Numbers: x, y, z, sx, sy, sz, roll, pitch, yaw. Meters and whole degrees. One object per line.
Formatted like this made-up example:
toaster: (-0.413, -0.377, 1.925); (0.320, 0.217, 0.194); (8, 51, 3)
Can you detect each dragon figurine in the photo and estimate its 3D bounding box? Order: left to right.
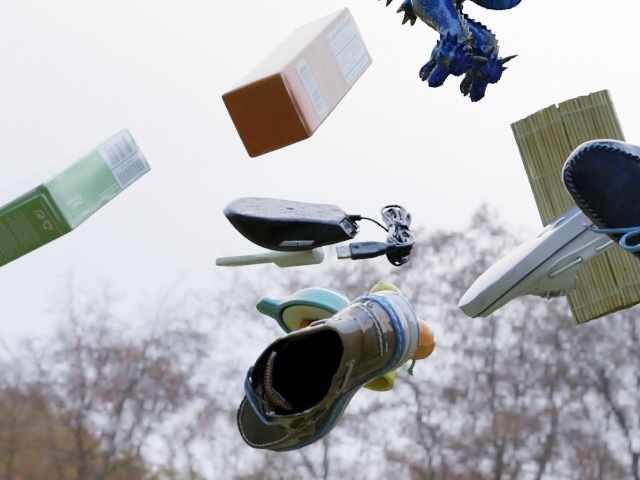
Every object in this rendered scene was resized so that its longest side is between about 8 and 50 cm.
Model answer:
dragon figurine: (0.146, -0.262, 1.221); (0.144, 0.289, 0.085); (18, -12, 38)

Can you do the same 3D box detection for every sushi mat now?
sushi mat: (0.390, -0.050, 1.902); (0.151, 0.316, 0.019); (-18, -8, 12)

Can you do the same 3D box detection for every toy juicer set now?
toy juicer set: (0.019, 0.108, 1.901); (0.329, 0.089, 0.209); (35, -33, -20)

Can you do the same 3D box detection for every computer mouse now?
computer mouse: (0.000, 0.000, 1.767); (0.262, 0.184, 0.060); (3, -70, -7)

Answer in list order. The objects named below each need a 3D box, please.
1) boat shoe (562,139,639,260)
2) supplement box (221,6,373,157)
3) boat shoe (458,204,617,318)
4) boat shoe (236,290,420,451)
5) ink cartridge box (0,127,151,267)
boat shoe: (0.328, -0.008, 1.149); (0.258, 0.109, 0.089); (30, 16, 10)
supplement box: (-0.019, -0.170, 1.394); (0.078, 0.233, 0.080); (-18, -73, 26)
boat shoe: (0.311, 0.035, 1.784); (0.088, 0.267, 0.096); (55, -12, -4)
boat shoe: (-0.014, 0.089, 0.863); (0.066, 0.066, 0.183); (-10, -27, -41)
ink cartridge box: (-0.296, -0.020, 1.262); (0.235, 0.171, 0.056); (-24, -77, 26)
